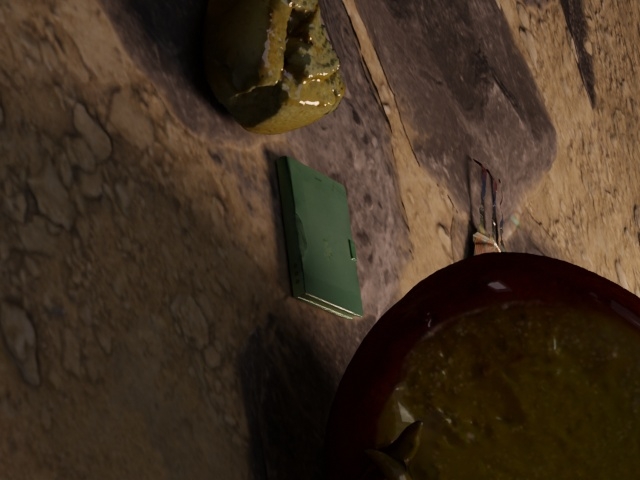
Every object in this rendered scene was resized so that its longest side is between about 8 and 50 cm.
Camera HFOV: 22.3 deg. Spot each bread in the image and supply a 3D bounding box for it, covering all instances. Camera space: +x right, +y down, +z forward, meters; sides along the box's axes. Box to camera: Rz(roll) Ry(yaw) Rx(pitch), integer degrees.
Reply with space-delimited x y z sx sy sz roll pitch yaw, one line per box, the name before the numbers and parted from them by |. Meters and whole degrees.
bread | -0.056 -0.164 1.397 0.110 0.103 0.156 -31 96 -51

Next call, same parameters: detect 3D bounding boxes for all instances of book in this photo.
book | 0.000 0.000 1.473 0.103 0.017 0.135 25 51 -53

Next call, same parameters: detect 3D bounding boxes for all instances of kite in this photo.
kite | 0.193 0.004 1.845 0.127 0.016 0.229 44 37 -48

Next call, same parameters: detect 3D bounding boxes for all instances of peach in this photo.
peach | 0.184 0.211 1.343 0.406 0.335 0.310 50 -6 0
